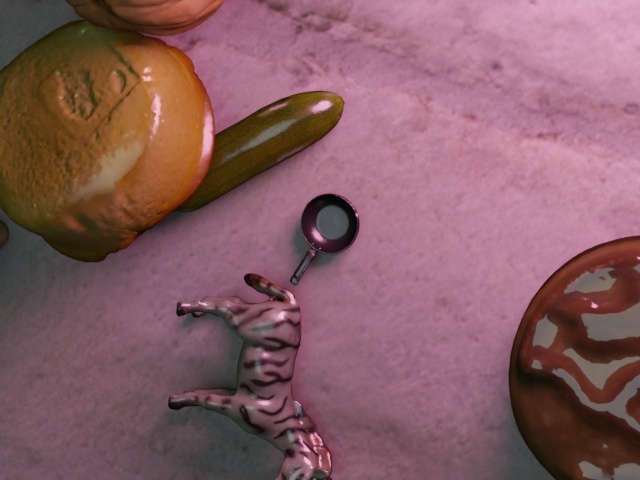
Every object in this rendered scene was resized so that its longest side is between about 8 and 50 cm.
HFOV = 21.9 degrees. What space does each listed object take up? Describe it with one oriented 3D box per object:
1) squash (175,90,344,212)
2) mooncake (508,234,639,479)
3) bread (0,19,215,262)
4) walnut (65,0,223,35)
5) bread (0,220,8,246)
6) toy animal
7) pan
[{"bbox_3d":[-0.089,-0.099,1.859,0.258,0.069,0.069,-29,87,15],"label":"squash"},{"bbox_3d":[0.334,0.137,1.723,0.284,0.155,0.284,1,94,17],"label":"mooncake"},{"bbox_3d":[-0.253,-0.114,1.848,0.270,0.148,0.270,-8,73,28],"label":"bread"},{"bbox_3d":[-0.172,-0.339,1.770,0.225,0.225,0.261,30,60,11],"label":"walnut"},{"bbox_3d":[-0.459,0.006,1.915,0.139,0.178,0.060,-12,93,14],"label":"bread"},{"bbox_3d":[-0.087,0.169,1.879,0.170,0.090,0.255,-12,94,11],"label":"toy animal"},{"bbox_3d":[0.000,0.000,1.866,0.068,0.023,0.115,35,100,9],"label":"pan"}]
